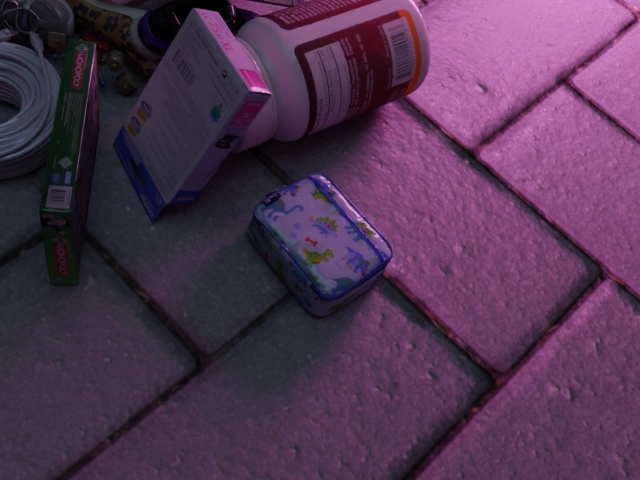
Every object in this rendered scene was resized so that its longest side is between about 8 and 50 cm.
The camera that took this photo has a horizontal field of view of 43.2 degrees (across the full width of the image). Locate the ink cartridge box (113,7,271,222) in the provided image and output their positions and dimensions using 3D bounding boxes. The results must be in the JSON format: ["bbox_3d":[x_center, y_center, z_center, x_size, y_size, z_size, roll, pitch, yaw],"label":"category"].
[{"bbox_3d":[-0.218,-0.193,1.305,0.065,0.311,0.186,-4,55,-50],"label":"ink cartridge box"}]

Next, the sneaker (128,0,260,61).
[{"bbox_3d":[-0.184,-0.384,1.457,0.293,0.146,0.102,-18,90,-44],"label":"sneaker"}]

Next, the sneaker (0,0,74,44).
[{"bbox_3d":[-0.573,-0.398,1.428,0.281,0.105,0.115,14,30,8],"label":"sneaker"}]

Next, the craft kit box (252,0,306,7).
[{"bbox_3d":[-0.193,-0.488,1.497,0.246,0.061,0.250,23,20,36],"label":"craft kit box"}]

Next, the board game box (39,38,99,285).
[{"bbox_3d":[-0.382,-0.119,1.247,0.046,0.213,0.317,4,58,-11],"label":"board game box"}]

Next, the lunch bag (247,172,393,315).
[{"bbox_3d":[0.000,0.000,1.339,0.176,0.090,0.219,-29,70,-30],"label":"lunch bag"}]

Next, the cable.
[{"bbox_3d":[-0.551,-0.219,1.345,0.257,0.089,0.257,-22,67,-23],"label":"cable"}]

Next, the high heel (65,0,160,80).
[{"bbox_3d":[-0.380,-0.370,1.505,0.093,0.186,0.261,-37,105,-55],"label":"high heel"}]

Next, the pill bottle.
[{"bbox_3d":[-0.018,-0.308,1.443,0.392,0.224,0.224,-25,67,-26],"label":"pill bottle"}]

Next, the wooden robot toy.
[{"bbox_3d":[-0.398,-0.337,1.435,0.173,0.076,0.079,27,37,-28],"label":"wooden robot toy"}]
